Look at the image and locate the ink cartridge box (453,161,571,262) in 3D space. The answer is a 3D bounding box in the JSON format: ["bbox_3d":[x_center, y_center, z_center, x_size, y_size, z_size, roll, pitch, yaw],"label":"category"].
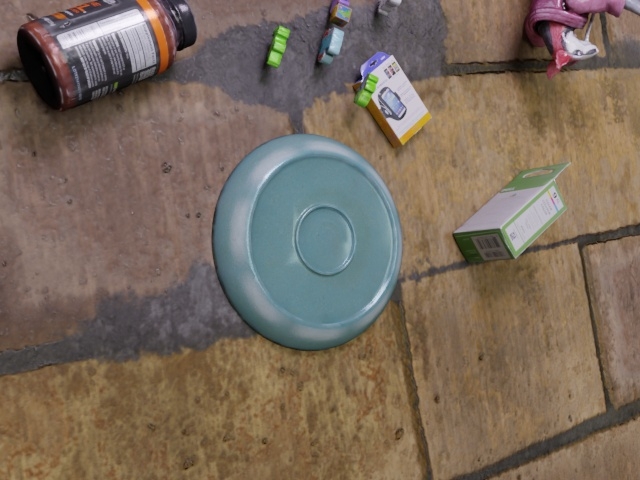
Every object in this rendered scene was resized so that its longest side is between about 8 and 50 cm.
[{"bbox_3d":[0.331,-0.047,1.179,0.209,0.109,0.062,-39,106,-28],"label":"ink cartridge box"}]

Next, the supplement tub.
[{"bbox_3d":[-0.248,-0.236,0.846,0.198,0.106,0.106,-32,102,-30],"label":"supplement tub"}]

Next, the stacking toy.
[{"bbox_3d":[0.021,-0.321,1.041,0.167,0.052,0.221,21,76,-21],"label":"stacking toy"}]

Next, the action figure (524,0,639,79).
[{"bbox_3d":[0.428,-0.450,1.192,0.276,0.248,0.370,29,69,-25],"label":"action figure"}]

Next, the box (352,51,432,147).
[{"bbox_3d":[0.109,-0.224,1.108,0.081,0.028,0.136,-43,105,-27],"label":"box"}]

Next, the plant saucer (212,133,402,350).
[{"bbox_3d":[0.000,0.000,1.013,0.318,0.044,0.317,2,85,-31],"label":"plant saucer"}]
